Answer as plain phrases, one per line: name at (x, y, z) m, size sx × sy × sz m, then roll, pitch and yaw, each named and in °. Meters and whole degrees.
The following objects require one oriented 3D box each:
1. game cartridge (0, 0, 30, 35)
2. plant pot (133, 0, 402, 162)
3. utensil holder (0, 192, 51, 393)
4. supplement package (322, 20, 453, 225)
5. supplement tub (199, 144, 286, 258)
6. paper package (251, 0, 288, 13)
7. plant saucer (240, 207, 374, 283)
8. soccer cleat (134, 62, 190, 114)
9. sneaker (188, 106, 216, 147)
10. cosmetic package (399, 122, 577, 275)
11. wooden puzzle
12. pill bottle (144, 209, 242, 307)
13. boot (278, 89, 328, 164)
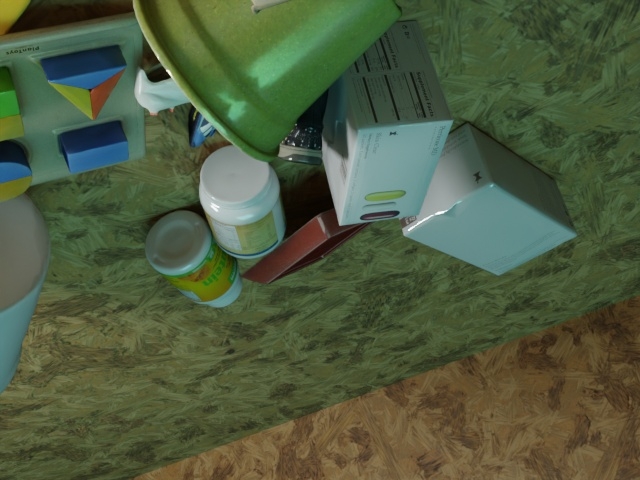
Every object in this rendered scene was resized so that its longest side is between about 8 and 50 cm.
game cartridge at (-0.524, -0.306, 0.930) m, size 0.285 × 0.053 × 0.323 m, roll 18°, pitch 137°, yaw -43°
plant pot at (-0.047, -0.282, 0.977) m, size 0.254 × 0.276 × 0.276 m, roll -34°, pitch 147°, yaw 15°
utensil holder at (-0.655, 0.095, 1.323) m, size 0.327 × 0.328 × 0.385 m, roll 5°, pitch 144°, yaw -30°
supplement package at (0.091, -0.181, 1.240) m, size 0.145 × 0.204 × 0.262 m, roll -8°, pitch 151°, yaw -9°
supplement tub at (-0.142, -0.069, 1.411) m, size 0.144 × 0.144 × 0.200 m, roll -11°, pitch 151°, yaw -3°
paper package at (0.045, -0.407, 0.675) m, size 0.325 × 0.168 × 0.309 m, roll -10°, pitch 121°, yaw 22°
plant saucer at (0.000, 0.000, 1.579) m, size 0.259 × 0.048 × 0.258 m, roll -38°, pitch 171°, yaw 37°
soccer cleat at (-0.178, -0.242, 1.137) m, size 0.196 × 0.068 × 0.076 m, roll -20°, pitch 138°, yaw -23°
sneaker at (-0.178, -0.200, 1.255) m, size 0.059 × 0.053 × 0.144 m, roll 1°, pitch 150°, yaw -29°
cosmetic package at (0.341, -0.071, 1.600) m, size 0.217 × 0.156 × 0.385 m, roll -31°, pitch 146°, yaw 29°
wooden puzzle at (-0.405, -0.167, 1.119) m, size 0.322 × 0.080 × 0.348 m, roll -18°, pitch 156°, yaw -22°
pill bottle at (-0.248, 0.050, 1.590) m, size 0.136 × 0.136 × 0.246 m, roll -17°, pitch 152°, yaw 8°
boot at (-0.041, -0.224, 1.211) m, size 0.085 × 0.236 × 0.179 m, roll 4°, pitch 106°, yaw -22°
